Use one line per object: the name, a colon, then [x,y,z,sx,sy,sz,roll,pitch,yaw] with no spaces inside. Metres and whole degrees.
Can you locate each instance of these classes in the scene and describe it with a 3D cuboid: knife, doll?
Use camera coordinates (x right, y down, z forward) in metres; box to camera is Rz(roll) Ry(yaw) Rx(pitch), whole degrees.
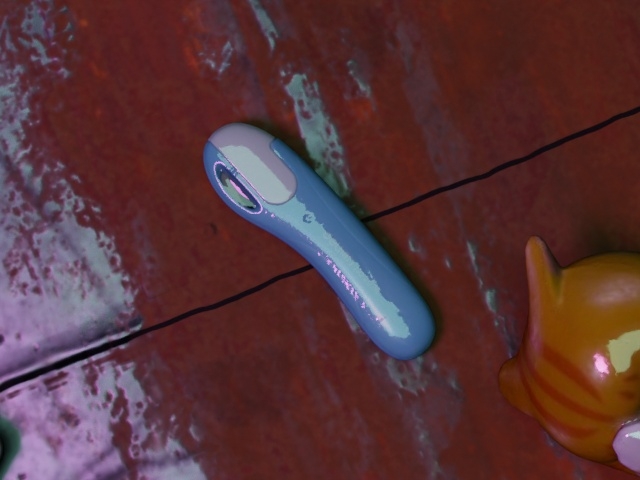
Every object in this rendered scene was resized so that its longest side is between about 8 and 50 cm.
knife: [0.000,0.000,1.139,0.064,0.031,0.222,-43,88,-7]
doll: [0.268,0.089,1.060,0.270,0.162,0.166,6,115,-3]

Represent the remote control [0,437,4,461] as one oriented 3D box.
remote control: [-0.306,0.221,1.117,0.072,0.042,0.222,35,87,5]
